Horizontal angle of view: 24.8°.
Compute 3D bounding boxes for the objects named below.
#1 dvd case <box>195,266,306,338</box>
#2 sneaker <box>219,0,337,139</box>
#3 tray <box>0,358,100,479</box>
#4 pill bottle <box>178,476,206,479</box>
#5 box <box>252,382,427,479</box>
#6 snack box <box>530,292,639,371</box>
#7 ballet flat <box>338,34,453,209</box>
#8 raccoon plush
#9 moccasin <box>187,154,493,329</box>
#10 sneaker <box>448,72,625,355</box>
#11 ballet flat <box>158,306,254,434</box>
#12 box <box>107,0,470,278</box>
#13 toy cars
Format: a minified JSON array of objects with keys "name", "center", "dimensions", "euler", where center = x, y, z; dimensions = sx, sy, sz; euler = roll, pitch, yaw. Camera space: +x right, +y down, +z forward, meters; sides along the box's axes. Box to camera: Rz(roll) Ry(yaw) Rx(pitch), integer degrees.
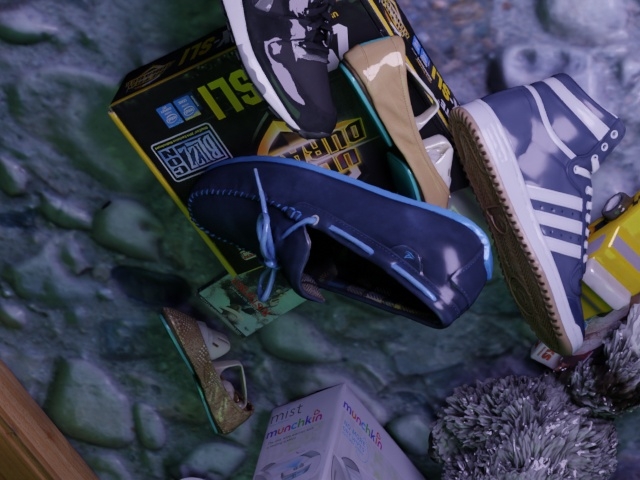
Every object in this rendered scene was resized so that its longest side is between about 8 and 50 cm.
[{"name":"dvd case","center":[-0.080,0.064,1.750],"dimensions":[0.119,0.013,0.087],"euler":[-31,116,31]},{"name":"sneaker","center":[-0.026,-0.239,1.378],"dimensions":[0.124,0.107,0.283],"euler":[-23,87,19]},{"name":"tray","center":[-0.485,0.241,1.935],"dimensions":[0.203,0.076,0.411],"euler":[-18,123,24]},{"name":"pill bottle","center":[-0.209,0.425,1.990],"dimensions":[0.121,0.121,0.221],"euler":[28,128,-11]},{"name":"box","center":[0.034,0.356,1.815],"dimensions":[0.127,0.231,0.262],"euler":[-23,120,29]},{"name":"snack box","center":[0.318,0.090,1.683],"dimensions":[0.064,0.022,0.178],"euler":[28,128,-9]},{"name":"ballet flat","center":[0.094,-0.101,1.453],"dimensions":[0.073,0.080,0.232],"euler":[-30,123,-4]},{"name":"raccoon plush","center":[0.242,0.289,1.654],"dimensions":[0.216,0.299,0.446],"euler":[18,135,-6]},{"name":"moccasin","center":[0.000,0.000,1.467],"dimensions":[0.342,0.117,0.138],"euler":[11,144,30]},{"name":"sneaker","center":[0.250,-0.033,1.488],"dimensions":[0.153,0.099,0.282],"euler":[-26,101,-15]},{"name":"ballet flat","center":[-0.136,0.152,1.808],"dimensions":[0.067,0.073,0.206],"euler":[-25,126,-4]},{"name":"box","center":[-0.024,-0.120,1.555],"dimensions":[0.322,0.079,0.257],"euler":[-21,119,25]},{"name":"toy cars","center":[0.209,0.025,1.597],"dimensions":[0.394,0.087,0.176],"euler":[2,123,15]}]
